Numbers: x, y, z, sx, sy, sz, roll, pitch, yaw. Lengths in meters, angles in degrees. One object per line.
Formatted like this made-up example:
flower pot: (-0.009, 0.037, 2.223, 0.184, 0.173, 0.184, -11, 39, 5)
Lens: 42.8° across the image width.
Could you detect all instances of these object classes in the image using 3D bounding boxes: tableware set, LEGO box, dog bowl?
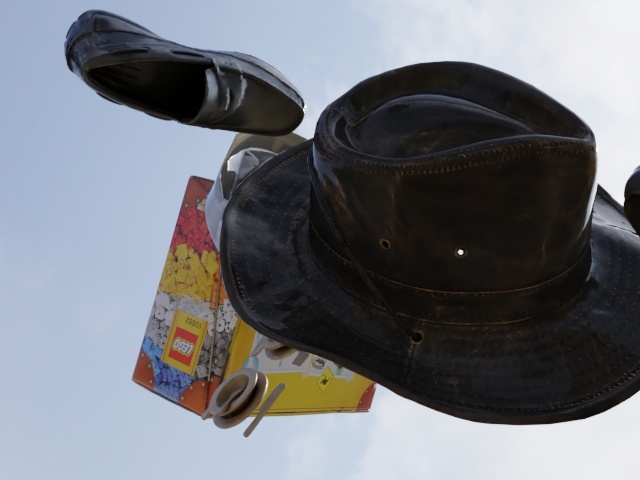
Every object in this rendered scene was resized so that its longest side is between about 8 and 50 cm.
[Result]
tableware set: (-0.078, 0.151, 1.037, 0.039, 0.194, 0.128, 49, -25, -23)
LEGO box: (-0.059, 0.121, 1.528, 0.193, 0.372, 0.500, 17, 1, 36)
dog bowl: (0.000, 0.000, 1.081, 0.349, 0.348, 0.102, 24, -61, -35)

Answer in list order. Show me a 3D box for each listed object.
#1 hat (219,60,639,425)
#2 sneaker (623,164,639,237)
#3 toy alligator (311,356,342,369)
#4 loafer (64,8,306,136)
hat: (0.094, -0.041, 0.553, 0.332, 0.331, 0.133, -4, -50, -9)
sneaker: (0.210, 0.060, 0.428, 0.118, 0.222, 0.083, -33, -25, -2)
toy alligator: (0.045, 0.187, 1.340, 0.190, 0.056, 0.051, -19, -37, -44)
loafer: (-0.106, -0.126, 0.694, 0.223, 0.078, 0.076, 13, -53, -35)
